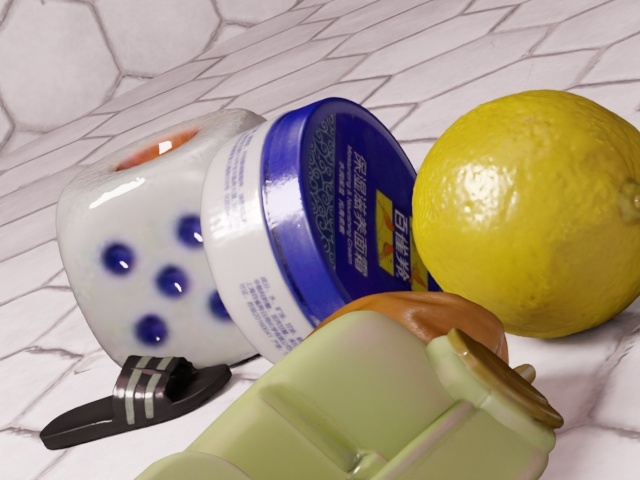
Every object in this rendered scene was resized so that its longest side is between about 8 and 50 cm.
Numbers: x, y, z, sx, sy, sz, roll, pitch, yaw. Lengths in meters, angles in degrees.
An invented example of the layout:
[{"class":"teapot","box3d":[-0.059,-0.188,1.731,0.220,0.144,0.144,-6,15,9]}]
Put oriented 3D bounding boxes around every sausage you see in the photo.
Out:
[{"class":"sausage","box3d":[0.038,0.106,1.104,0.136,0.120,0.241,-2,21,21]}]

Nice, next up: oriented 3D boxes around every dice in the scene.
[{"class":"dice","box3d":[-0.111,0.002,1.570,0.194,0.192,0.193,-22,16,12]}]

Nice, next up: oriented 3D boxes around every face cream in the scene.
[{"class":"face cream","box3d":[0.000,0.000,1.372,0.111,0.206,0.206,-19,14,31]}]

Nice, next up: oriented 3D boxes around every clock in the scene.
[{"class":"clock","box3d":[-0.023,0.155,0.791,0.286,0.117,0.348,-54,-11,33]}]

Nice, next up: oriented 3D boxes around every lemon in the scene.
[{"class":"lemon","box3d":[0.159,-0.019,1.250,0.178,0.178,0.203,-32,15,-32]}]

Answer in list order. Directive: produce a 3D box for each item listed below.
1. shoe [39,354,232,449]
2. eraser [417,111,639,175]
[{"class":"shoe","box3d":[-0.164,0.127,1.486,0.179,0.049,0.071,-18,16,20]},{"class":"eraser","box3d":[0.213,-0.047,1.468,0.298,0.078,0.076,-12,18,36]}]
